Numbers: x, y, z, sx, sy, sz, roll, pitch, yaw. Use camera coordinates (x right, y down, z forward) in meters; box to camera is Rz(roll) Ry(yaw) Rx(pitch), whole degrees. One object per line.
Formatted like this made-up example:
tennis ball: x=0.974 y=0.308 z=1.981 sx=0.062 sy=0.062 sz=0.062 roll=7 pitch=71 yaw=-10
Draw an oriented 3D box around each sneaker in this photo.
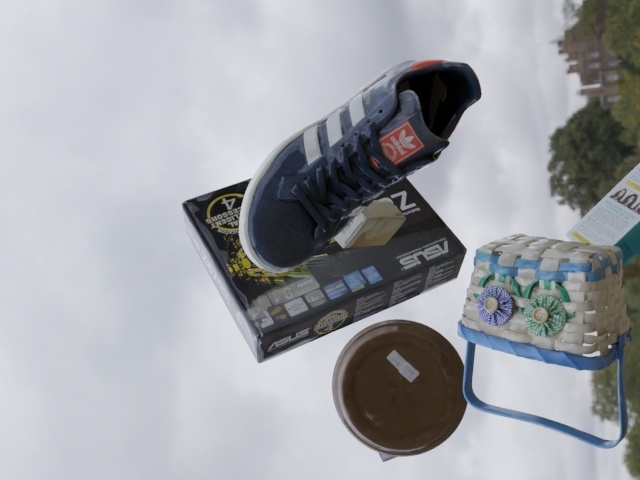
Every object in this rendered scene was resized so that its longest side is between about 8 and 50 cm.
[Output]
sneaker: x=0.053 y=-0.099 z=0.787 sx=0.350 sy=0.148 sz=0.131 roll=-48 pitch=-65 yaw=-18

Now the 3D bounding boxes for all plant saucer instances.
plant saucer: x=0.158 y=0.298 z=1.363 sx=0.041 sy=0.277 sz=0.278 roll=19 pitch=-110 yaw=-81

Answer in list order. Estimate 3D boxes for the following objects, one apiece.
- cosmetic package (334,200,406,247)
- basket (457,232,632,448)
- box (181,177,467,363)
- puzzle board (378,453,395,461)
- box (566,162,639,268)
cosmetic package: x=0.068 y=-0.024 z=0.976 sx=0.115 sy=0.060 sz=0.041 roll=-4 pitch=-133 yaw=-53
basket: x=0.327 y=0.143 z=1.012 sx=0.201 sy=0.254 sz=0.289 roll=-19 pitch=-71 yaw=-46
box: x=0.000 y=0.000 z=1.181 sx=0.318 sy=0.394 sz=0.097 roll=57 pitch=156 yaw=32
puzzle board: x=0.178 y=0.426 z=1.465 sx=0.096 sy=0.128 sz=0.011 roll=-129 pitch=22 yaw=-69
box: x=0.559 y=-0.059 z=1.184 sx=0.060 sy=0.244 sz=0.100 roll=41 pitch=-172 yaw=-31
